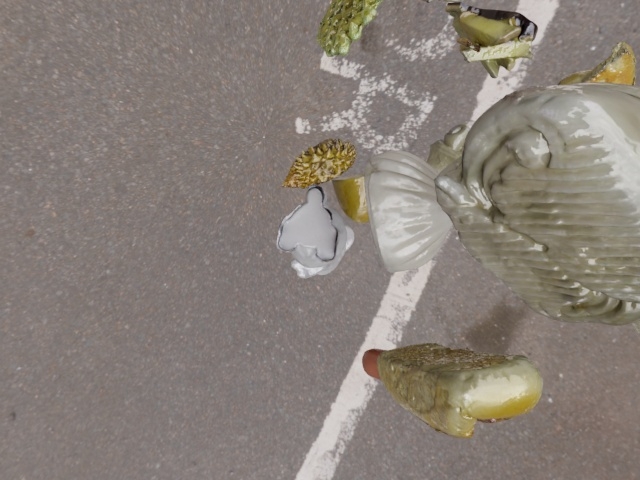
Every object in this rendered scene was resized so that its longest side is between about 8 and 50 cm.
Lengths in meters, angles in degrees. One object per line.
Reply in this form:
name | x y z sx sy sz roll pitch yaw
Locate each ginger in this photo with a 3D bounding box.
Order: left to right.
ginger | 0.640 -0.762 1.706 0.359 0.414 0.211 28 106 21

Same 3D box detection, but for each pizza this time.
pizza | 0.600 -0.353 0.969 0.188 0.204 0.080 -18 61 14

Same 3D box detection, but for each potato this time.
potato | 0.130 -0.134 1.371 0.178 0.204 0.157 -15 106 -35

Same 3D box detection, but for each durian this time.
durian | 0.019 -0.276 1.429 0.191 0.341 0.112 -9 114 39

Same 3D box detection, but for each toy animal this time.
toy animal | 0.000 0.000 1.337 0.194 0.357 0.257 24 85 15

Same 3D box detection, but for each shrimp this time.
shrimp | 0.517 -0.674 1.493 0.091 0.127 0.025 22 117 -7

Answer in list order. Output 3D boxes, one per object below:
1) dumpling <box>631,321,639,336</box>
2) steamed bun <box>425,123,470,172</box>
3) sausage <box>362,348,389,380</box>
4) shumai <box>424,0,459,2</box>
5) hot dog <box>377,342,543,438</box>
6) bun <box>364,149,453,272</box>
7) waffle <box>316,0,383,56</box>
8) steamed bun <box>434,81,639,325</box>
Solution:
dumpling | 0.600 0.122 0.755 0.132 0.252 0.179 -20 121 16
steamed bun | 0.528 -0.293 1.541 0.339 0.352 0.247 -20 87 -46
sausage | 0.169 0.290 0.991 0.077 0.194 0.077 3 85 -36
shumai | 0.161 -0.369 0.558 0.146 0.145 0.116 14 122 -10
hot dog | 0.129 0.150 0.443 0.084 0.242 0.073 -13 83 -13
bun | 0.204 -0.069 0.899 0.175 0.263 0.262 -10 106 22
waffle | 0.090 -0.707 1.327 0.073 0.317 0.297 23 114 -29
steamed bun | 0.336 -0.062 0.555 0.324 0.309 0.219 41 66 5
